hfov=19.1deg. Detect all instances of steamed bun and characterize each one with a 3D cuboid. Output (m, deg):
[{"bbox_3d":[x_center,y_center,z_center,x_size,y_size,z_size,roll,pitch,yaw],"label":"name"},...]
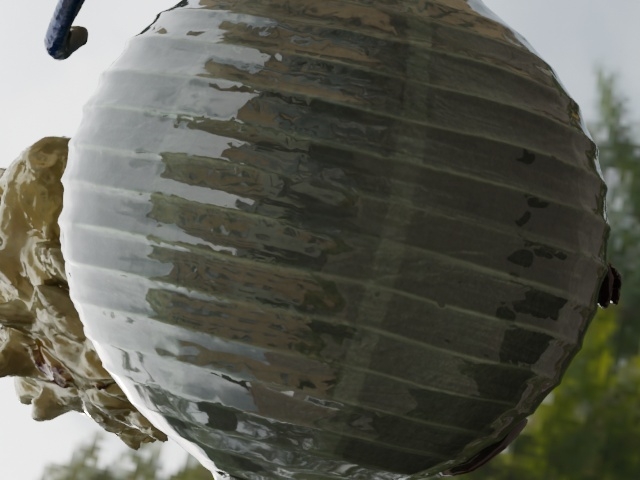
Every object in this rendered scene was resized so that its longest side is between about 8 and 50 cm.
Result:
[{"bbox_3d":[-0.139,0.060,1.348,0.137,0.295,0.292,-56,3,-35],"label":"steamed bun"}]

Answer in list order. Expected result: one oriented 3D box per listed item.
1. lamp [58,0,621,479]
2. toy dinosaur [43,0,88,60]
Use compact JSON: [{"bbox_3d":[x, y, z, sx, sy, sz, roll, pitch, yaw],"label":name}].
[{"bbox_3d":[0.000,0.000,0.813,0.233,0.265,0.233,-15,-69,-44],"label":"lamp"},{"bbox_3d":[-0.170,-0.193,1.206,0.188,0.075,0.248,-39,-18,19],"label":"toy dinosaur"}]
